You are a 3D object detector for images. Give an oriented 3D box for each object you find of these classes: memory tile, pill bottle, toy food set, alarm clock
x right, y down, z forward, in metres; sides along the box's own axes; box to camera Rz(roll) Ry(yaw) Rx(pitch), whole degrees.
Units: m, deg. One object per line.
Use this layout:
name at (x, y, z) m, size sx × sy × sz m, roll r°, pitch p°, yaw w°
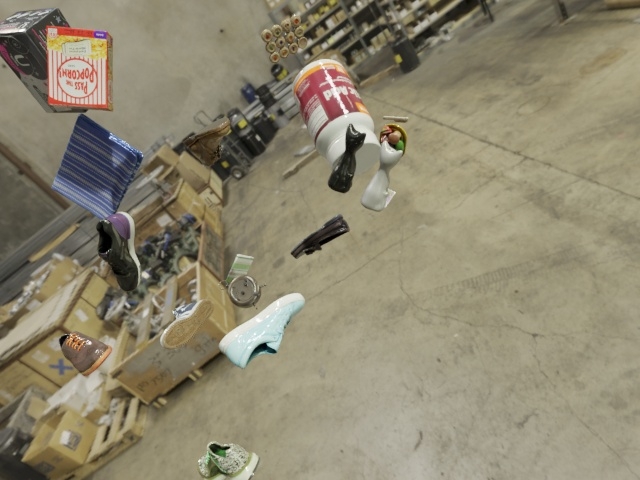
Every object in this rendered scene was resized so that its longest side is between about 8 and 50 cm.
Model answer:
memory tile at (-0.116, -0.662, 1.347) m, size 0.148 × 0.113 × 0.012 m, roll -33°, pitch 52°, yaw -9°
pill bottle at (0.059, -0.438, 1.480) m, size 0.224 × 0.224 × 0.393 m, roll -30°, pitch 66°, yaw 17°
toy food set at (0.311, -0.437, 1.803) m, size 0.128 × 0.218 × 0.071 m, roll 18°, pitch 48°, yaw 21°
alarm clock at (-0.328, 0.201, 1.658) m, size 0.191 × 0.064 × 0.130 m, roll 13°, pitch 71°, yaw 12°

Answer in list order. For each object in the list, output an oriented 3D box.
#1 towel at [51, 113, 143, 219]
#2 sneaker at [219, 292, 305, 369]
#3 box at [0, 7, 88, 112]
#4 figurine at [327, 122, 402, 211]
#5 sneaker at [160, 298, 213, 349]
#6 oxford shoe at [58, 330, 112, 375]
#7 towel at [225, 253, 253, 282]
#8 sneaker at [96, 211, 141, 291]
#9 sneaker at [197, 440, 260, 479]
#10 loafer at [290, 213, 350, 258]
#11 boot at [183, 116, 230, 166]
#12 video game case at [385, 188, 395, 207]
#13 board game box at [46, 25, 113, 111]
towel at (-0.789, -0.240, 1.431) m, size 0.336 × 0.243 × 0.040 m, roll -51°, pitch 11°, yaw 25°
sneaker at (-0.176, 0.337, 1.483) m, size 0.365 × 0.135 × 0.150 m, roll -33°, pitch 63°, yaw -29°
box at (-0.782, -0.511, 1.183) m, size 0.163 × 0.247 × 0.142 m, roll 5°, pitch 52°, yaw 17°
figurine at (0.140, -0.225, 1.256) m, size 0.214 × 0.210 × 0.092 m, roll 32°, pitch 36°, yaw 24°
sneaker at (-0.575, 0.347, 1.671) m, size 0.153 × 0.099 × 0.282 m, roll -15°, pitch 19°, yaw 32°
oxford shoe at (-0.681, 0.314, 1.159) m, size 0.271 × 0.098 × 0.097 m, roll -11°, pitch 36°, yaw 43°
towel at (-0.404, 0.142, 2.032) m, size 0.023 × 0.113 × 0.152 m, roll 32°, pitch 99°, yaw 36°
sneaker at (-0.692, 0.053, 1.368) m, size 0.107 × 0.284 × 0.124 m, roll 5°, pitch 19°, yaw 16°
sneaker at (-0.434, 0.935, 1.779) m, size 0.410 × 0.182 × 0.158 m, roll -27°, pitch 14°, yaw 39°
loafer at (0.000, 0.000, 1.892) m, size 0.302 × 0.095 × 0.109 m, roll -38°, pitch -9°, yaw 2°
boot at (-0.352, -0.321, 1.344) m, size 0.112 × 0.115 × 0.305 m, roll -38°, pitch 19°, yaw -26°
video game case at (0.270, -0.212, 1.876) m, size 0.122 × 0.011 × 0.087 m, roll 32°, pitch 83°, yaw 20°
board game box at (-0.623, -0.443, 1.063) m, size 0.146 × 0.194 × 0.045 m, roll 2°, pitch 7°, yaw -6°
